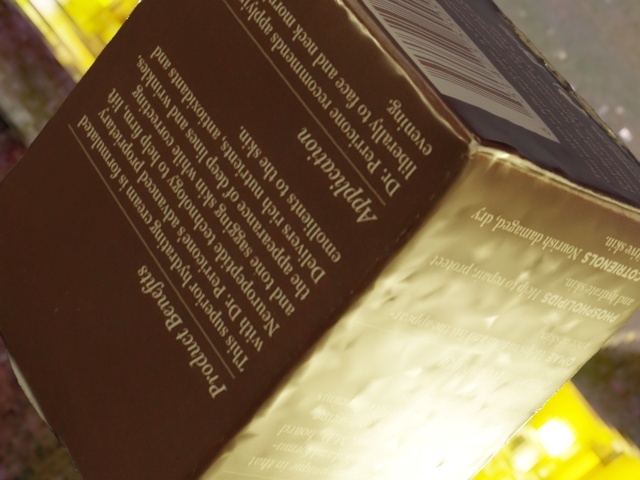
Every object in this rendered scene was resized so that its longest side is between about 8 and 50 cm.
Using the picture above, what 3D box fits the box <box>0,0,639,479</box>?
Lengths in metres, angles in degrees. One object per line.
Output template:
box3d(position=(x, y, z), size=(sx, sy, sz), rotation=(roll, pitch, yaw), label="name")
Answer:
box3d(position=(0.000, 0.000, 0.670), size=(0.167, 0.203, 0.168), rotation=(16, 32, -50), label="box")
